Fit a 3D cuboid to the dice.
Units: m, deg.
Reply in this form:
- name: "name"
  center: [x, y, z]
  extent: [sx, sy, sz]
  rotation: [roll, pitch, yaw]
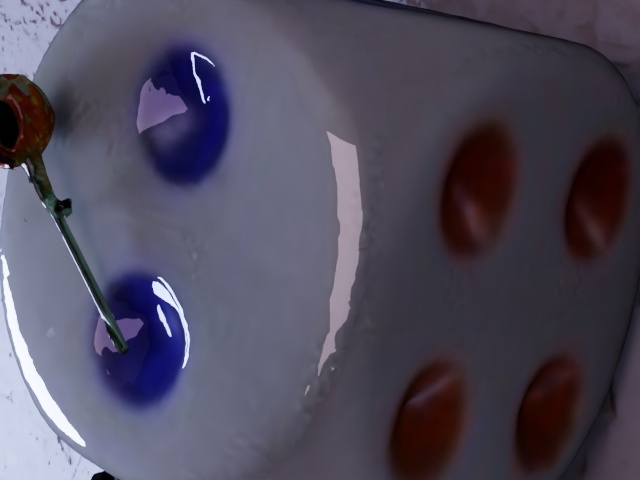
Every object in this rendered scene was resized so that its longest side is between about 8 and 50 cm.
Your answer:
- name: "dice"
  center: [0.000, 0.000, 1.007]
  extent: [0.304, 0.277, 0.304]
  rotation: [20, 102, 42]

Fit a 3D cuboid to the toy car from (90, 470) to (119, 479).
- name: "toy car"
  center: [-0.128, 0.084, 1.215]
  extent: [0.101, 0.124, 0.257]
  rotation: [-25, 83, 40]

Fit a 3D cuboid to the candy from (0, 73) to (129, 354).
- name: "candy"
  center: [-0.151, -0.016, 0.941]
  extent: [0.055, 0.049, 0.185]
  rotation: [-42, 71, 41]
